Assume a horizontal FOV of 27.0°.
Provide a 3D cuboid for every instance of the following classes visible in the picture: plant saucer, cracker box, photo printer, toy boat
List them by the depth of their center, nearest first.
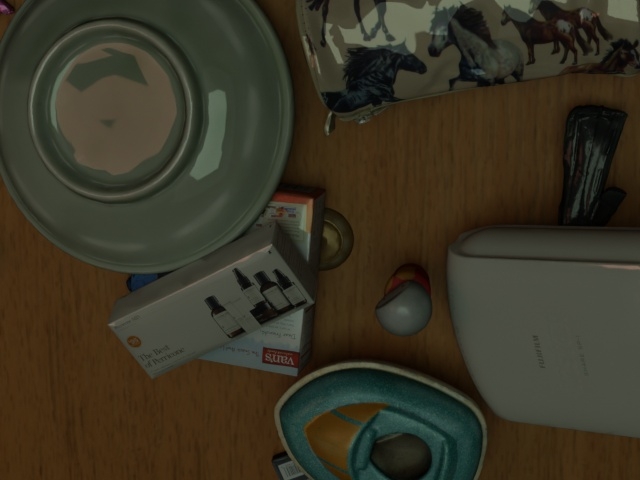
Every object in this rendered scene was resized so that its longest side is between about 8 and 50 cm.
[{"bbox_3d":[0.293,0.103,1.570,0.308,0.107,0.256,3,120,39],"label":"photo printer"},{"bbox_3d":[-0.233,-0.155,1.594,0.401,0.100,0.400,1,95,14],"label":"plant saucer"},{"bbox_3d":[0.080,0.186,1.627,0.268,0.148,0.318,11,107,5],"label":"toy boat"},{"bbox_3d":[-0.084,0.042,1.672,0.156,0.067,0.232,9,104,13],"label":"cracker box"},{"bbox_3d":[0.000,0.000,1.687,0.083,0.015,0.083,1,104,6],"label":"plant saucer"}]

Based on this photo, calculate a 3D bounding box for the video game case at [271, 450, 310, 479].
[{"bbox_3d":[0.077,0.377,1.767,0.196,0.026,0.274,-21,101,11],"label":"video game case"}]

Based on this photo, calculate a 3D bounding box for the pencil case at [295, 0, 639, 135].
[{"bbox_3d":[0.183,-0.242,1.534,0.410,0.160,0.183,-7,112,8],"label":"pencil case"}]

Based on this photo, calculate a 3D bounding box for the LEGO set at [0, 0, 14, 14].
[{"bbox_3d":[-0.464,-0.225,1.648,0.093,0.087,0.227,41,106,-4],"label":"LEGO set"}]

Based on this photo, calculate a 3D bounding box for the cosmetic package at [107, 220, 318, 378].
[{"bbox_3d":[-0.130,0.074,1.609,0.239,0.060,0.099,-26,114,19],"label":"cosmetic package"}]

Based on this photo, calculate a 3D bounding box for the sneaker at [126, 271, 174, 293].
[{"bbox_3d":[-0.206,0.031,1.691,0.082,0.069,0.209,14,105,7],"label":"sneaker"}]

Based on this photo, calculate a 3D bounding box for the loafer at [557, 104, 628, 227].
[{"bbox_3d":[0.328,-0.051,1.606,0.078,0.076,0.223,6,101,14],"label":"loafer"}]
